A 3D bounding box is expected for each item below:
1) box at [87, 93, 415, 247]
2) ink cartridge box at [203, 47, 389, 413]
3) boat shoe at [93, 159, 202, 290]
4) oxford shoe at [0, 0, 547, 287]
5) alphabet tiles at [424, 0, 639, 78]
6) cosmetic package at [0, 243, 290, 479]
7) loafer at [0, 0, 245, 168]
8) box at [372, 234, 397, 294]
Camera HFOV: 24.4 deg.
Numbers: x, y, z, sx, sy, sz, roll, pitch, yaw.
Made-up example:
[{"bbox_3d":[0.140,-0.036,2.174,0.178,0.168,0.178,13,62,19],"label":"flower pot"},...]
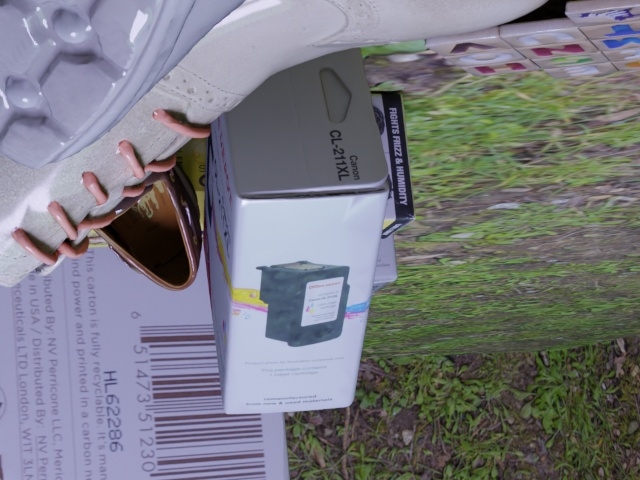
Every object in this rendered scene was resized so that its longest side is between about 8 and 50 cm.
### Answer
[{"bbox_3d":[-0.063,-0.043,0.889,0.232,0.087,0.058,-1,168,-17],"label":"box"},{"bbox_3d":[-0.019,-0.013,0.758,0.072,0.127,0.175,-3,140,-9],"label":"ink cartridge box"},{"bbox_3d":[-0.108,-0.039,0.764,0.064,0.060,0.178,-29,135,4],"label":"boat shoe"},{"bbox_3d":[-0.086,-0.057,0.587,0.397,0.146,0.140,-10,167,23],"label":"oxford shoe"},{"bbox_3d":[0.182,-0.108,0.768,0.237,0.009,0.198,-4,177,19],"label":"alphabet tiles"},{"bbox_3d":[-0.259,0.176,1.364,0.327,0.329,0.393,-1,169,-29],"label":"cosmetic package"},{"bbox_3d":[-0.016,-0.129,0.373,0.112,0.111,0.319,42,139,-17],"label":"loafer"},{"bbox_3d":[0.000,0.000,1.173,0.102,0.087,0.101,-4,171,-10],"label":"box"}]
